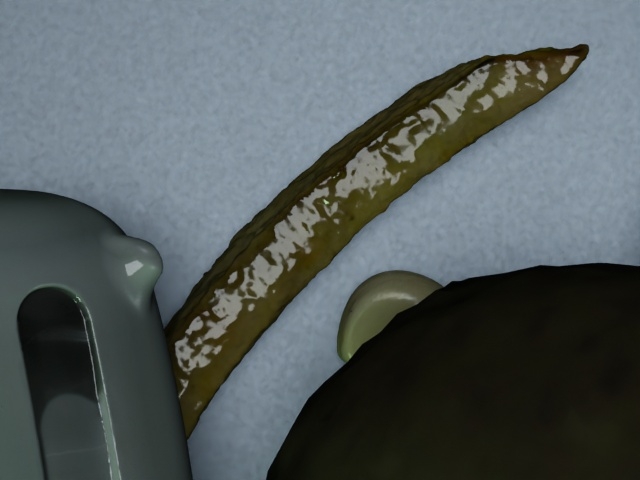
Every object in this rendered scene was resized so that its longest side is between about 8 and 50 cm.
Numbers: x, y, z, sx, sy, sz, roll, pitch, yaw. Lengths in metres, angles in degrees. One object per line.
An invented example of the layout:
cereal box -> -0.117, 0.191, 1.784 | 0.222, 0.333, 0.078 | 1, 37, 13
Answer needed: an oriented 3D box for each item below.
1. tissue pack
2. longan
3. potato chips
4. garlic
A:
tissue pack -> -0.197, 0.135, 1.040 | 0.236, 0.229, 0.333 | -14, 84, 40
longan -> 0.151, 0.202, 1.001 | 0.391, 0.391, 0.391 | 0, 88, 0
potato chips -> 0.000, 0.000, 1.158 | 0.407, 0.057, 0.080 | -45, 95, 0
garlic -> 0.044, 0.047, 1.167 | 0.083, 0.041, 0.053 | -33, 101, 7
